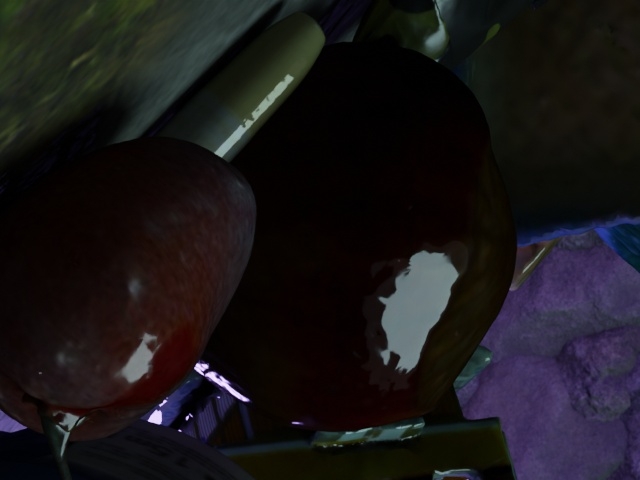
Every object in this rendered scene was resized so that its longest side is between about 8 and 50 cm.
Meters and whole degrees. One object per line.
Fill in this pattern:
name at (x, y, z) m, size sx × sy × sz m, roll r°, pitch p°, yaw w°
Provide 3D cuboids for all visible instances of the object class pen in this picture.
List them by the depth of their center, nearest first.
pen at (-0.083, -0.008, 0.633) m, size 0.233 × 0.032 × 0.040 m, roll -48°, pitch 151°, yaw -9°

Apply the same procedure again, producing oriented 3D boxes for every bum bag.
bum bag at (0.085, -0.137, 0.808) m, size 0.232 × 0.060 × 0.107 m, roll -36°, pitch 160°, yaw -39°

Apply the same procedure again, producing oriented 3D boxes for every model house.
model house at (-0.018, 0.110, 0.950) m, size 0.198 × 0.215 × 0.224 m, roll -1°, pitch 152°, yaw -22°
model house at (0.295, -0.073, 1.126) m, size 0.343 × 0.382 × 0.334 m, roll -55°, pitch 169°, yaw 22°

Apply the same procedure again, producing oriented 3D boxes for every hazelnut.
hazelnut at (0.007, -0.003, 0.748) m, size 0.170 × 0.160 × 0.202 m, roll -38°, pitch 139°, yaw -34°

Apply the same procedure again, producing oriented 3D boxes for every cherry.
cherry at (-0.078, 0.018, 0.563) m, size 0.106 × 0.087 × 0.126 m, roll -54°, pitch -171°, yaw 41°

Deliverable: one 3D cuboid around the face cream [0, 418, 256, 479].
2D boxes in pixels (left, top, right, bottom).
face cream at (-0.125, 0.210, 0.691) m, size 0.249 × 0.249 × 0.225 m, roll -48°, pitch 173°, yaw 9°
